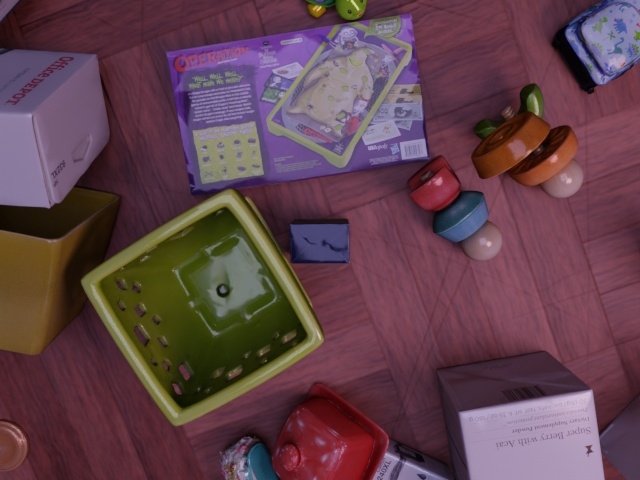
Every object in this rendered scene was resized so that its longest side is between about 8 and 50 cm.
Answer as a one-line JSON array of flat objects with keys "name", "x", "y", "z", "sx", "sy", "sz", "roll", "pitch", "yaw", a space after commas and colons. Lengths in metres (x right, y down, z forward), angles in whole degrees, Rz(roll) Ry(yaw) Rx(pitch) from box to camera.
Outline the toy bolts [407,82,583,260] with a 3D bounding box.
[{"name": "toy bolts", "x": 0.245, "y": -0.066, "z": 0.850, "sx": 0.228, "sy": 0.218, "sz": 0.158, "roll": -38, "pitch": 101, "yaw": 23}]

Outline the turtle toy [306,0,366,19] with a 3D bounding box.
[{"name": "turtle toy", "x": 0.013, "y": -0.358, "z": 0.875, "sx": 0.095, "sy": 0.066, "sz": 0.130, "roll": -43, "pitch": 94, "yaw": 6}]

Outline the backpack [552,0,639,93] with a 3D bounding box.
[{"name": "backpack", "x": 0.399, "y": -0.278, "z": 0.867, "sx": 0.114, "sy": 0.084, "sz": 0.105, "roll": -36, "pitch": 97, "yaw": 2}]

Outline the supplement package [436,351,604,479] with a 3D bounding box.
[{"name": "supplement package", "x": 0.285, "y": 0.332, "z": 0.894, "sx": 0.178, "sy": 0.175, "sz": 0.292, "roll": -11, "pitch": 97, "yaw": 2}]

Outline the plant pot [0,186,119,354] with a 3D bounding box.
[{"name": "plant pot", "x": -0.420, "y": 0.033, "z": 0.869, "sx": 0.212, "sy": 0.212, "sz": 0.187, "roll": 11, "pitch": 109, "yaw": 0}]

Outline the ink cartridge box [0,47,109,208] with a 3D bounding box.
[{"name": "ink cartridge box", "x": -0.463, "y": -0.157, "z": 0.817, "sx": 0.308, "sy": 0.223, "sz": 0.129, "roll": 4, "pitch": 124, "yaw": 1}]

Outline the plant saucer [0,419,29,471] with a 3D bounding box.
[{"name": "plant saucer", "x": -0.500, "y": 0.322, "z": 0.992, "sx": 0.084, "sy": 0.013, "sz": 0.083, "roll": 0, "pitch": 96, "yaw": 1}]

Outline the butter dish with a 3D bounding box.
[{"name": "butter dish", "x": -0.011, "y": 0.304, "z": 0.901, "sx": 0.160, "sy": 0.118, "sz": 0.159, "roll": 30, "pitch": 98, "yaw": 39}]

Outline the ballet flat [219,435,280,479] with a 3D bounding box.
[{"name": "ballet flat", "x": -0.090, "y": 0.413, "z": 0.971, "sx": 0.077, "sy": 0.091, "sz": 0.240, "roll": -15, "pitch": 92, "yaw": 33}]

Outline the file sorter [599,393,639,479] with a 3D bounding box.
[{"name": "file sorter", "x": 0.544, "y": 0.312, "z": 0.837, "sx": 0.173, "sy": 0.277, "sz": 0.193, "roll": 40, "pitch": 96, "yaw": -5}]

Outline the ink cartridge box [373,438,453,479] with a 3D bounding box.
[{"name": "ink cartridge box", "x": 0.107, "y": 0.368, "z": 0.959, "sx": 0.151, "sy": 0.063, "sz": 0.109, "roll": 24, "pitch": 97, "yaw": -2}]

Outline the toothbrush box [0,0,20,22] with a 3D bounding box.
[{"name": "toothbrush box", "x": -0.522, "y": -0.421, "z": 0.811, "sx": 0.296, "sy": 0.126, "sz": 0.216, "roll": 29, "pitch": 70, "yaw": -3}]

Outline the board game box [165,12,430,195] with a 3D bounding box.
[{"name": "board game box", "x": -0.030, "y": -0.191, "z": 0.907, "sx": 0.347, "sy": 0.056, "sz": 0.208, "roll": -8, "pitch": 101, "yaw": 2}]

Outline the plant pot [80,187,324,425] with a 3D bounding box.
[{"name": "plant pot", "x": -0.140, "y": 0.073, "z": 0.858, "sx": 0.228, "sy": 0.207, "sz": 0.227, "roll": -30, "pitch": 96, "yaw": 4}]

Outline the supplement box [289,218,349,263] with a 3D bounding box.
[{"name": "supplement box", "x": 0.000, "y": 0.000, "z": 0.908, "sx": 0.083, "sy": 0.083, "sz": 0.056, "roll": 0, "pitch": 97, "yaw": 1}]
